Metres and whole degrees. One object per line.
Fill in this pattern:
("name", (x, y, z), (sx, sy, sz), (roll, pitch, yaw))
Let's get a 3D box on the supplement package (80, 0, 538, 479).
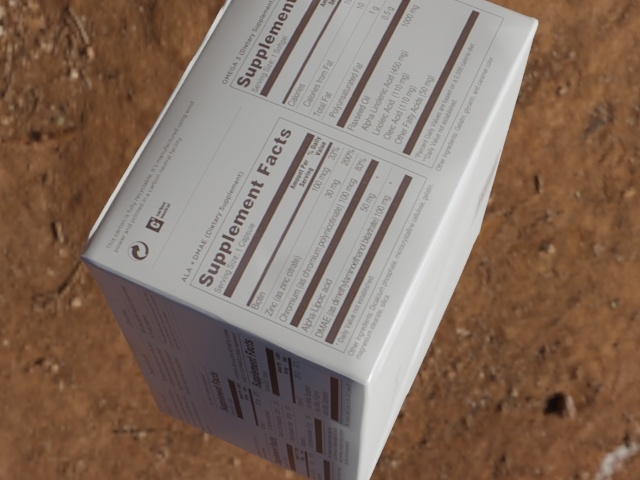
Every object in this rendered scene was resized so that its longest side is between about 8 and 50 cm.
("supplement package", (0.000, 0.000, 0.659), (0.145, 0.204, 0.262), (23, 159, 9))
